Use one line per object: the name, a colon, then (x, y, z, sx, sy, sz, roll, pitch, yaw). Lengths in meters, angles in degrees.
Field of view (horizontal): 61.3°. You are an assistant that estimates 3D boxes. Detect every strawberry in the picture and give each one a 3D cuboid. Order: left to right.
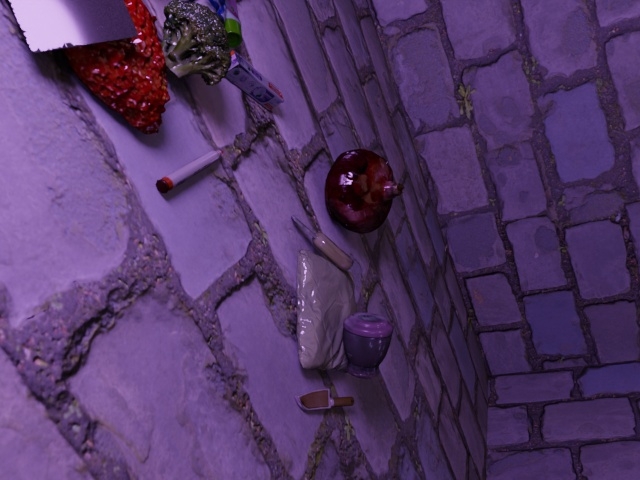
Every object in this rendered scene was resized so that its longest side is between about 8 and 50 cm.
strawberry: (-0.295, -0.274, 0.800, 0.174, 0.098, 0.228, -33, 107, -63)

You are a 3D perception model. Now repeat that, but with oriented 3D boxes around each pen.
pen: (-0.226, -0.132, 0.971, 0.026, 0.026, 0.218, 69, 25, -18)

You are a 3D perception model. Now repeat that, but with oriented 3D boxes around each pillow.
pillow: (0.027, 0.179, 1.304, 0.281, 0.076, 0.274, 30, 53, -58)

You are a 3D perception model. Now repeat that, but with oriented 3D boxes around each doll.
doll: (-0.233, -0.481, 1.102, 0.114, 0.057, 0.227, 42, 50, -43)

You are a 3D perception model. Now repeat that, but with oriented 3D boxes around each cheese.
cheese: (0.000, 0.000, 1.328, 0.192, 0.037, 0.097, 42, 3, -23)

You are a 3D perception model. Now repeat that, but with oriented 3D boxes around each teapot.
teapot: (0.099, 0.245, 1.270, 0.116, 0.148, 0.145, 2, 100, -23)

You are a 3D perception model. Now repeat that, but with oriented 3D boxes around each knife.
knife: (0.011, 0.363, 1.239, 0.256, 0.022, 0.046, 23, 64, -56)

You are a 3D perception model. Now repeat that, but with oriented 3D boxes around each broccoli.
broccoli: (-0.220, -0.345, 0.962, 0.162, 0.138, 0.146, 42, -9, 0)

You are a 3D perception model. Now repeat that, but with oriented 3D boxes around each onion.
onion: (0.128, -0.144, 1.519, 0.252, 0.219, 0.252, 16, 72, -58)

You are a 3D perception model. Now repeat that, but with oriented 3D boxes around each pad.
pad: (-0.348, -0.356, 0.711, 0.143, 0.003, 0.211, -23, 92, -29)

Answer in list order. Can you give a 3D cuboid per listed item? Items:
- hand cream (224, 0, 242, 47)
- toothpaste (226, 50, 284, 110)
hand cream: (-0.214, -0.557, 1.205, 0.079, 0.050, 0.275, 85, -5, -70)
toothpaste: (-0.153, -0.359, 1.230, 0.196, 0.047, 0.040, 23, 43, -61)
